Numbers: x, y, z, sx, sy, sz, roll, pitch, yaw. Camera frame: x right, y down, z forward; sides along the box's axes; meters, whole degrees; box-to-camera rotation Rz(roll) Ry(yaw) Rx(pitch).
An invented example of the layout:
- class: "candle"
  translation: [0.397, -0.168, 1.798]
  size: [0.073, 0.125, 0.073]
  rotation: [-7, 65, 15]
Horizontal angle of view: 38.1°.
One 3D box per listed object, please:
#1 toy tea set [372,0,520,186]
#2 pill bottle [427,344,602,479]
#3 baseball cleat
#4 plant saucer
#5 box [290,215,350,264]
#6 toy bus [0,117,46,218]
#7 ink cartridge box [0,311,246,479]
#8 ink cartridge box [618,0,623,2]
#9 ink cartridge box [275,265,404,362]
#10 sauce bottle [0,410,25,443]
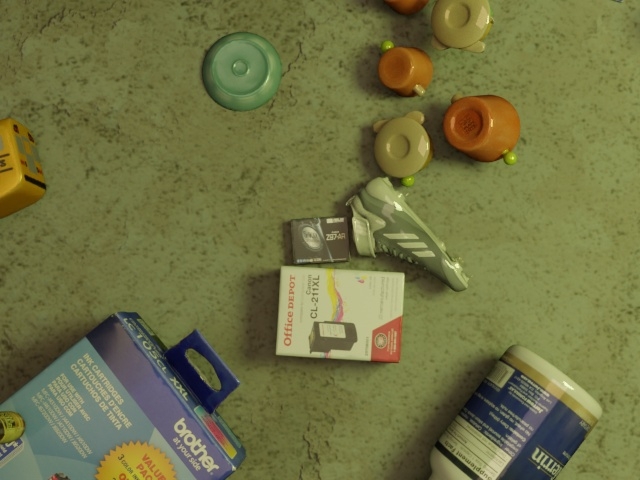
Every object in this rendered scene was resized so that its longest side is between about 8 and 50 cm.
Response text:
- class: "toy tea set"
  translation: [0.178, -0.248, 1.327]
  size: [0.200, 0.124, 0.336]
  rotation: [-4, 89, 30]
- class: "pill bottle"
  translation: [0.242, 0.286, 1.247]
  size: [0.153, 0.153, 0.265]
  rotation: [38, 88, 3]
- class: "baseball cleat"
  translation: [0.117, 0.010, 1.319]
  size: [0.109, 0.072, 0.206]
  rotation: [-40, 77, 5]
- class: "plant saucer"
  translation: [-0.116, -0.250, 1.359]
  size: [0.119, 0.021, 0.119]
  rotation: [0, 86, 2]
- class: "box"
  translation: [0.000, 0.000, 1.339]
  size: [0.083, 0.018, 0.067]
  rotation: [-3, 86, 1]
- class: "toy bus"
  translation: [-0.568, -0.061, 1.310]
  size: [0.332, 0.108, 0.130]
  rotation: [-16, 85, 0]
- class: "ink cartridge box"
  translation: [-0.288, 0.281, 1.263]
  size: [0.395, 0.151, 0.270]
  rotation: [-39, 86, -3]
- class: "ink cartridge box"
  translation: [0.310, -0.473, 1.347]
  size: [0.332, 0.065, 0.166]
  rotation: [15, 86, 1]
- class: "ink cartridge box"
  translation: [0.026, 0.104, 1.304]
  size: [0.175, 0.072, 0.128]
  rotation: [3, 86, 1]
- class: "sauce bottle"
  translation: [-0.401, 0.230, 1.131]
  size: [0.042, 0.128, 0.042]
  rotation: [0, 82, 2]
